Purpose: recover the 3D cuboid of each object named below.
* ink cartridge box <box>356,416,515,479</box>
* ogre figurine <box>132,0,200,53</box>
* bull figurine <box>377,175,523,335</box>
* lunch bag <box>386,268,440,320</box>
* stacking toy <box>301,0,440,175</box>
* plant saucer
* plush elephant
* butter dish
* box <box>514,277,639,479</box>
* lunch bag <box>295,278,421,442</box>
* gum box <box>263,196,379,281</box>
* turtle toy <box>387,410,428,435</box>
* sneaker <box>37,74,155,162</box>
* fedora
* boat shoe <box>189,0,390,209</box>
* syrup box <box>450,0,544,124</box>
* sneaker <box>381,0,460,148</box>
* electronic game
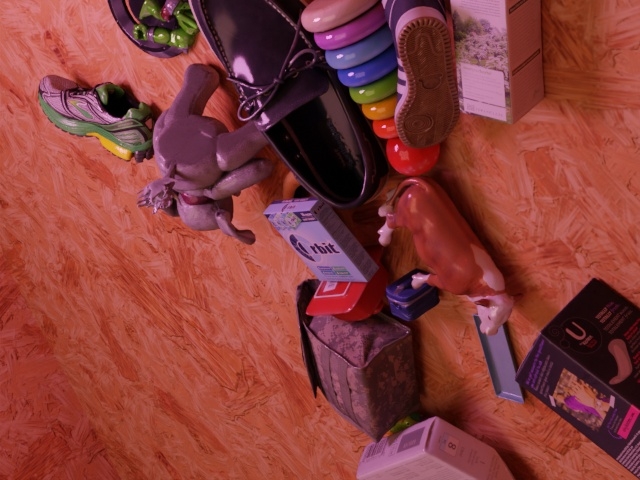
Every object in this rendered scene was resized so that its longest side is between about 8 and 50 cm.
[{"bbox_3d":[0.306,0.511,2.144,0.385,0.091,0.308,29,149,-12],"label":"ink cartridge box"},{"bbox_3d":[-0.263,-0.435,1.946,0.118,0.197,0.097,37,-174,1],"label":"ogre figurine"},{"bbox_3d":[0.216,0.024,1.799,0.188,0.101,0.310,-14,110,57],"label":"bull figurine"},{"bbox_3d":[0.168,0.099,1.931,0.067,0.098,0.065,20,133,47],"label":"lunch bag"},{"bbox_3d":[0.102,-0.249,1.669,0.141,0.141,0.330,0,126,51],"label":"stacking toy"},{"bbox_3d":[0.332,0.215,1.915,0.067,0.018,0.192,10,128,46],"label":"plant saucer"},{"bbox_3d":[-0.217,-0.128,2.064,0.272,0.330,0.255,29,159,21],"label":"plush elephant"},{"bbox_3d":[0.075,0.101,2.030,0.118,0.160,0.160,40,153,-26],"label":"butter dish"},{"bbox_3d":[0.468,0.219,1.613,0.270,0.165,0.143,40,145,20],"label":"box"},{"bbox_3d":[0.051,0.234,2.147,0.287,0.169,0.235,33,147,40],"label":"lunch bag"},{"bbox_3d":[0.000,0.000,1.931,0.157,0.041,0.184,-1,134,55],"label":"gum box"},{"bbox_3d":[0.202,0.400,2.202,0.130,0.066,0.095,41,147,17],"label":"turtle toy"},{"bbox_3d":[-0.501,-0.311,2.365,0.343,0.134,0.146,25,132,23],"label":"sneaker"},{"bbox_3d":[0.014,-0.067,1.980,0.194,0.079,0.194,33,144,28],"label":"fedora"},{"bbox_3d":[-0.050,-0.260,1.755,0.186,0.156,0.500,-30,103,17],"label":"boat shoe"},{"bbox_3d":[0.249,-0.293,1.464,0.093,0.096,0.237,20,135,36],"label":"syrup box"},{"bbox_3d":[0.149,-0.277,1.569,0.282,0.099,0.153,81,180,-54],"label":"sneaker"},{"bbox_3d":[-0.340,-0.469,2.065,0.229,0.048,0.229,23,134,26],"label":"electronic game"}]
